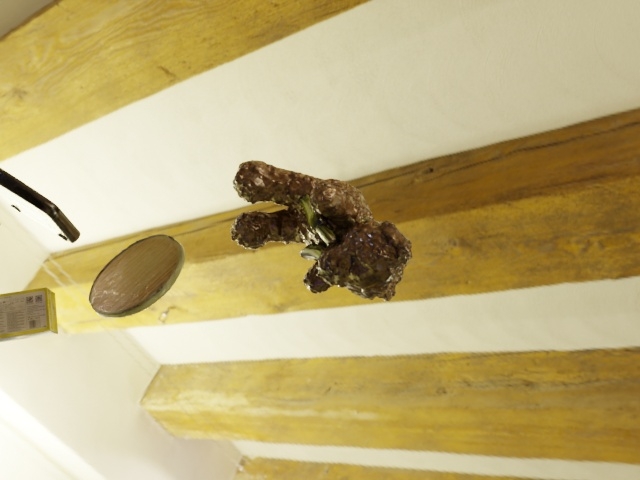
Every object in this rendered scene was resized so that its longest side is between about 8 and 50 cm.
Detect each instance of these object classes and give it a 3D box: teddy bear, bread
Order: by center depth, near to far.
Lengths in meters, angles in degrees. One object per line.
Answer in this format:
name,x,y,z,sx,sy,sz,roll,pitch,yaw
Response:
teddy bear,-0.010,0.001,1.069,0.296,0.222,0.246,3,-51,-6
bread,-0.437,0.087,1.491,0.267,0.267,0.040,-3,-46,31

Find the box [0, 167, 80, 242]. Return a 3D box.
box,-0.413,-0.051,0.887,0.126,0.027,0.125,31,-19,8

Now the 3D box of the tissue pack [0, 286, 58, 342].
tissue pack,-0.656,0.163,1.311,0.176,0.095,0.062,-9,-14,-8
